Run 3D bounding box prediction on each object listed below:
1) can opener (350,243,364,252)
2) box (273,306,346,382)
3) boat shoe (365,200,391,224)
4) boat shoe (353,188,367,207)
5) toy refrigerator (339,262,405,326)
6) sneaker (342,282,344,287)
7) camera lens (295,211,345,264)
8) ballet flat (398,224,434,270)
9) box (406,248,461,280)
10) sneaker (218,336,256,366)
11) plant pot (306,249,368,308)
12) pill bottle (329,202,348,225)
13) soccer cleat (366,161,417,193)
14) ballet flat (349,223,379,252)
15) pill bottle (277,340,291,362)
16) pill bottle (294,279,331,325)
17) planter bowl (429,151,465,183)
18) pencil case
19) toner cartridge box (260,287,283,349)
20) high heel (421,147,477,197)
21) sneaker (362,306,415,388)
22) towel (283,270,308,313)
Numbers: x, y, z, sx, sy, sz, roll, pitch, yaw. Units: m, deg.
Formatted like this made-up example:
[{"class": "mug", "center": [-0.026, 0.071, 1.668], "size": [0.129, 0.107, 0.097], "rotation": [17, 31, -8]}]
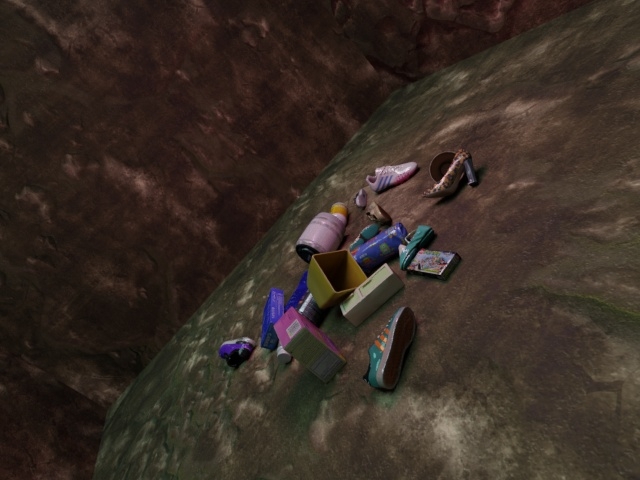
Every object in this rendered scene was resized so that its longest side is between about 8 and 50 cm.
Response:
[{"class": "can opener", "center": [0.154, 0.077, 2.090], "size": [0.284, 0.095, 0.075], "rotation": [-23, 29, 46]}, {"class": "box", "center": [-0.047, 0.412, 1.619], "size": [0.117, 0.243, 0.213], "rotation": [-46, 19, -3]}, {"class": "boat shoe", "center": [0.310, -0.138, 2.213], "size": [0.089, 0.105, 0.285], "rotation": [-47, 9, 10]}, {"class": "boat shoe", "center": [0.250, -0.257, 2.589], "size": [0.070, 0.077, 0.219], "rotation": [-34, 15, 26]}, {"class": "toy refrigerator", "center": [0.210, 0.225, 1.696], "size": [0.269, 0.094, 0.102], "rotation": [-43, 20, 9]}, {"class": "sneaker", "center": [0.141, 0.176, 1.998], "size": [0.089, 0.051, 0.170], "rotation": [-14, 32, 55]}, {"class": "camera lens", "center": [0.000, 0.000, 2.360], "size": [0.220, 0.219, 0.274], "rotation": [-16, 35, 53]}, {"class": "ballet flat", "center": [0.388, 0.028, 1.731], "size": [0.087, 0.083, 0.247], "rotation": [26, 64, 35]}, {"class": "box", "center": [0.440, 0.090, 1.590], "size": [0.114, 0.036, 0.207], "rotation": [-51, 20, -15]}, {"class": "sneaker", "center": [-0.495, 0.640, 2.263], "size": [0.294, 0.102, 0.146], "rotation": [-29, 26, 38]}, {"class": "plant pot", "center": [0.058, 0.191, 1.838], "size": [0.212, 0.212, 0.187], "rotation": [56, 136, 29]}, {"class": "pill bottle", "center": [0.111, -0.142, 2.565], "size": [0.118, 0.117, 0.208], "rotation": [-34, 23, 29]}, {"class": "soccer cleat", "center": [0.416, -0.396, 2.422], "size": [0.331, 0.143, 0.116], "rotation": [-28, 27, 39]}, {"class": "ballet flat", "center": [0.229, -0.011, 2.162], "size": [0.206, 0.073, 0.067], "rotation": [-42, -3, -3]}, {"class": "pill bottle", "center": [-0.163, 0.504, 1.910], "size": [0.078, 0.078, 0.137], "rotation": [-37, 21, 22]}, {"class": "pill bottle", "center": [-0.022, 0.293, 1.967], "size": [0.131, 0.130, 0.245], "rotation": [-12, 37, 57]}, {"class": "planter bowl", "center": [0.612, -0.342, 1.952], "size": [0.162, 0.162, 0.109], "rotation": [-38, -6, 19]}, {"class": "pencil case", "center": [0.277, 0.043, 1.880], "size": [0.306, 0.133, 0.119], "rotation": [-34, -1, 25]}, {"class": "toner cartridge box", "center": [-0.257, 0.414, 2.183], "size": [0.347, 0.075, 0.165], "rotation": [-101, 29, -66]}, {"class": "high heel", "center": [0.582, -0.307, 1.883], "size": [0.262, 0.093, 0.186], "rotation": [-19, 69, 31]}, {"class": "sneaker", "center": [0.228, 0.356, 1.386], "size": [0.121, 0.108, 0.302], "rotation": [-14, 38, 48]}, {"class": "towel", "center": [-0.070, 0.270, 2.183], "size": [0.228, 0.076, 0.308], "rotation": [-27, 27, 43]}]
